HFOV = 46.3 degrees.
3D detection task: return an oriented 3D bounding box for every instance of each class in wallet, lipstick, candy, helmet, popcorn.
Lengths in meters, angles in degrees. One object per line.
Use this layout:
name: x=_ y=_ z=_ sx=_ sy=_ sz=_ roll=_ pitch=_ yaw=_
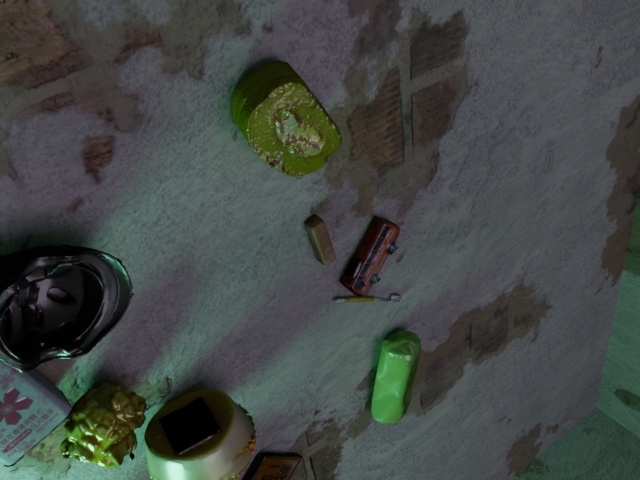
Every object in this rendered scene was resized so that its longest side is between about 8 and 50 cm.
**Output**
wallet: x=-0.156 y=0.744 z=2.365 sx=0.195 sy=0.042 sz=0.161 roll=24 pitch=99 yaw=-48
lipstick: x=0.000 y=0.000 z=1.989 sx=0.045 sy=0.045 sz=0.145 roll=-38 pitch=137 yaw=-18
candy: x=0.249 y=0.453 z=2.483 sx=0.142 sy=0.132 sz=0.343 roll=-71 pitch=169 yaw=-56
helmet: x=-0.543 y=0.113 z=1.471 sx=0.305 sy=0.177 sz=0.225 roll=-18 pitch=119 yaw=-47
popcorn: x=-0.491 y=0.428 z=1.721 sx=0.218 sy=0.169 sz=0.189 roll=105 pitch=5 yaw=-71

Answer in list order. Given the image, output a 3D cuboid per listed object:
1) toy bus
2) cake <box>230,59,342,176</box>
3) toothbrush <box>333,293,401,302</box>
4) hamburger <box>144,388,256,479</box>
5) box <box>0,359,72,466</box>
toy bus: x=0.142 y=0.048 z=2.140 sx=0.096 sy=0.073 sz=0.235 roll=21 pitch=102 yaw=-39
cake: x=-0.077 y=-0.258 z=1.659 sx=0.179 sy=0.156 sz=0.260 roll=-36 pitch=133 yaw=5
toothbrush: x=0.146 y=0.175 z=2.265 sx=0.288 sy=0.021 sz=0.024 roll=3 pitch=104 yaw=-44
hamburger: x=-0.303 y=0.517 z=1.901 sx=0.294 sy=0.276 sz=0.179 roll=-27 pitch=122 yaw=-20
box: x=-0.685 y=0.311 z=1.528 sx=0.190 sy=0.112 sz=0.369 roll=-41 pitch=137 yaw=-11
